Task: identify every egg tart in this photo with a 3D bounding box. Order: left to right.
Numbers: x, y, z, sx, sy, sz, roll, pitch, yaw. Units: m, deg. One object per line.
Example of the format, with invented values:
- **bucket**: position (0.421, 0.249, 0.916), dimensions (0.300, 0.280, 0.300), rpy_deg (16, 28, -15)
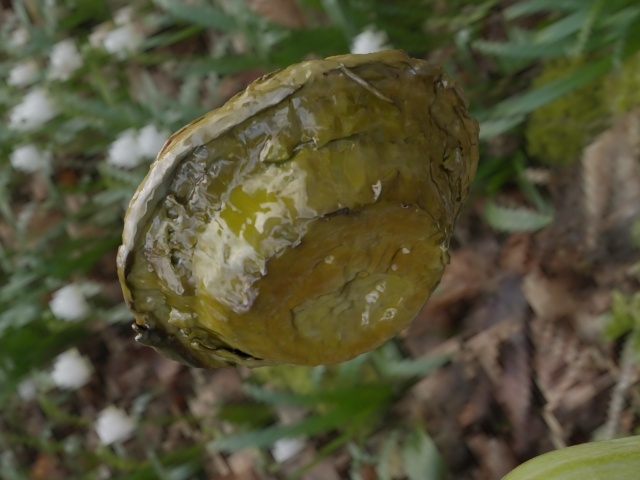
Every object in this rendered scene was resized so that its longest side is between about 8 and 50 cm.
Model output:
- **egg tart**: position (0.000, 0.000, 1.394), dimensions (0.116, 0.295, 0.295), rpy_deg (55, 155, 37)

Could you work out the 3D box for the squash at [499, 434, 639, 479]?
- **squash**: position (0.133, 0.121, 0.785), dimensions (0.094, 0.224, 0.094), rpy_deg (-178, 90, -66)
